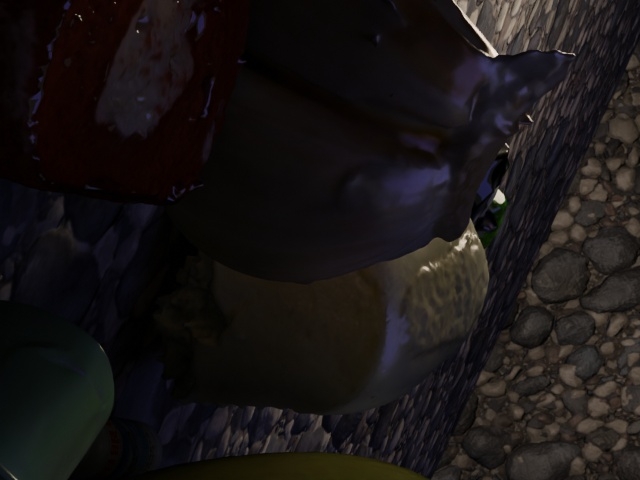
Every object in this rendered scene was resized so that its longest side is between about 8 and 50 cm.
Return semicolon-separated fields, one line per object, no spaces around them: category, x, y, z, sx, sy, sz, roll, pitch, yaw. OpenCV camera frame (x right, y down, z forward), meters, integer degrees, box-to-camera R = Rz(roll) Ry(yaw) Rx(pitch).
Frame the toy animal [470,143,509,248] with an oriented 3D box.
toy animal;0.099;-0.037;1.428;0.212;0.212;0.267;-50;153;-44

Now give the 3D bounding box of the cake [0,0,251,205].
cake;-0.140;-0.116;0.710;0.283;0.150;0.177;5;97;-74

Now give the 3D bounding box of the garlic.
garlic;-0.006;-0.134;0.920;0.249;0.313;0.286;-21;144;-34

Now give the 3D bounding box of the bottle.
bottle;-0.191;0.167;1.061;0.060;0.060;0.217;-66;162;-5

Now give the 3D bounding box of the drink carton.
drink carton;-0.206;0.123;0.828;0.142;0.144;0.146;-57;161;-49

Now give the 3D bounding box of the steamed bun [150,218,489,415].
steamed bun;0.000;0.000;1.174;0.290;0.273;0.272;-41;134;-63

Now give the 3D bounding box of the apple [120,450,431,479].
apple;-0.046;0.372;0.953;0.474;0.473;0.474;-56;160;-33
